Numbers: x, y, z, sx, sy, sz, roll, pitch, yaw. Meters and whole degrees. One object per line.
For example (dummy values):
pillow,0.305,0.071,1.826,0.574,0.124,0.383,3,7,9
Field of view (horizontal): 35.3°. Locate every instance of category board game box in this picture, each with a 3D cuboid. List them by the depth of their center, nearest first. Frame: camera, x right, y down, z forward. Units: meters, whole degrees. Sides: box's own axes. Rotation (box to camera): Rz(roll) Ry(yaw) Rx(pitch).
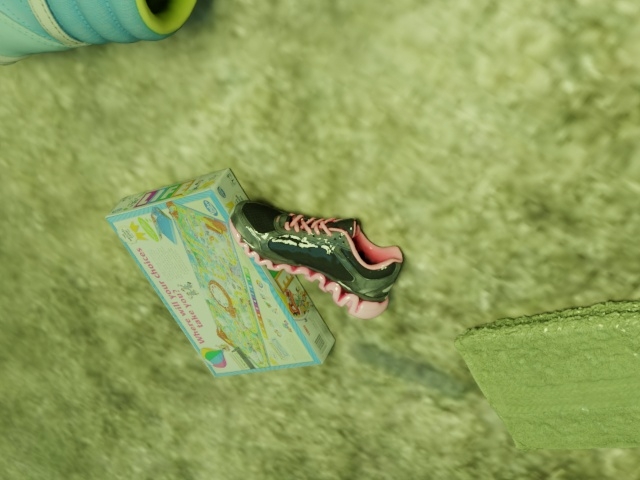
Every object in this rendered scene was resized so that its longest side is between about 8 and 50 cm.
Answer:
board game box,-0.070,0.028,0.712,0.103,0.026,0.154,-12,120,35

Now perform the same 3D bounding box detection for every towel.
towel,0.166,0.087,0.635,0.148,0.027,0.110,-14,118,37

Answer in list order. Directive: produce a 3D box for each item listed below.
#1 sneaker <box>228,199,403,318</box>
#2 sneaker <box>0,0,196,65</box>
sneaker,0.000,0.000,0.644,0.119,0.047,0.057,28,128,-5
sneaker,-0.148,-0.228,0.477,0.208,0.127,0.319,6,138,27
